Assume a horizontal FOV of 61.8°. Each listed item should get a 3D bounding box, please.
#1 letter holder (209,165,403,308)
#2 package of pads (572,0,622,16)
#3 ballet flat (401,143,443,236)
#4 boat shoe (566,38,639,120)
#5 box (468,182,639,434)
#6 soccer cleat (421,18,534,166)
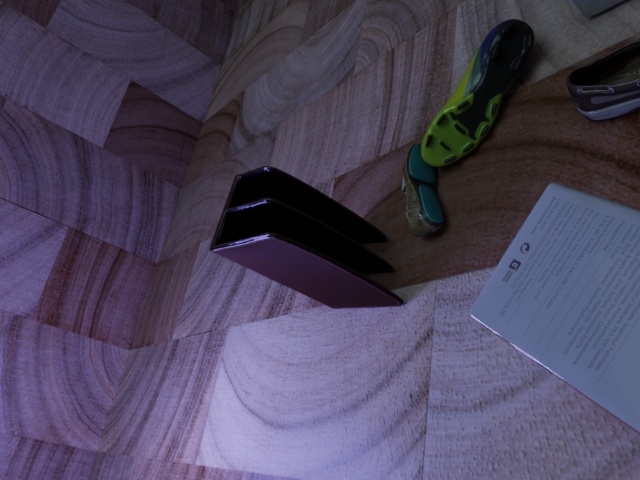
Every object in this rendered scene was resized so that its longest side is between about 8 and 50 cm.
[{"bbox_3d":[0.000,0.000,0.947,0.214,0.301,0.152,-9,59,51],"label":"letter holder"},{"bbox_3d":[0.521,-0.510,0.795,0.296,0.101,0.229,-16,55,47],"label":"package of pads"},{"bbox_3d":[0.178,-0.092,0.991,0.067,0.073,0.206,-49,28,44],"label":"ballet flat"},{"bbox_3d":[0.449,-0.235,0.692,0.257,0.095,0.095,-21,50,45],"label":"boat shoe"},{"bbox_3d":[0.345,0.107,0.473,0.168,0.214,0.345,-59,32,5],"label":"box"},{"bbox_3d":[0.283,-0.260,0.975,0.289,0.093,0.121,-58,2,14],"label":"soccer cleat"}]
